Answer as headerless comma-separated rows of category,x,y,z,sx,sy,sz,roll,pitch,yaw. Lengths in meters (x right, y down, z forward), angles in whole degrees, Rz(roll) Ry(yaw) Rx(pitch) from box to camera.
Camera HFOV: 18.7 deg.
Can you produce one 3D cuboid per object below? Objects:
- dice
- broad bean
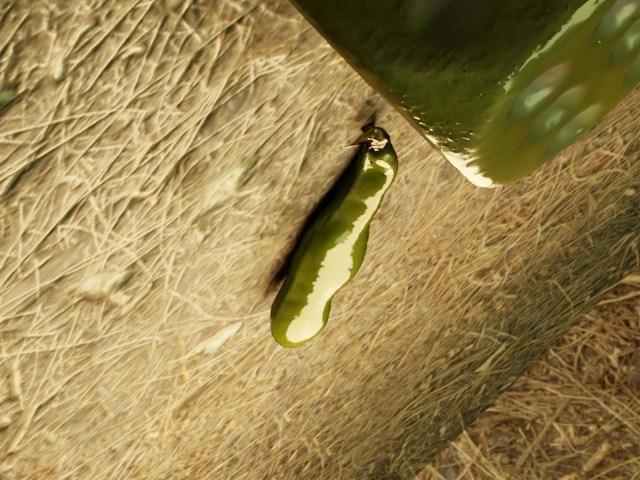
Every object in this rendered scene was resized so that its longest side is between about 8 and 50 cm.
dice,0.112,-0.190,1.359,0.227,0.233,0.238,-45,161,6
broad bean,0.009,-0.004,1.840,0.098,0.056,0.318,-24,149,-32
